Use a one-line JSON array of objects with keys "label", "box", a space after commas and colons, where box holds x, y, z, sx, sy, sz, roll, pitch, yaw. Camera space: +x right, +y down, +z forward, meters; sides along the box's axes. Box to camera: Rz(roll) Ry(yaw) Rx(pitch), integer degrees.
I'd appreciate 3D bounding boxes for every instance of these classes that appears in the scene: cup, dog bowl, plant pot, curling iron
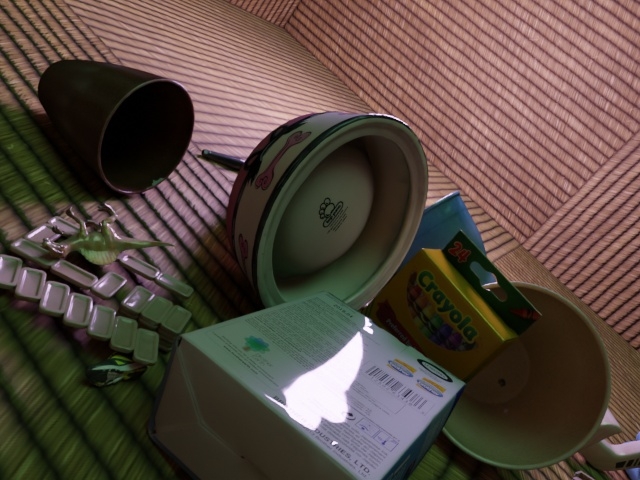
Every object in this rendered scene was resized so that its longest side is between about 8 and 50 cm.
[{"label": "cup", "box": [0.359, 0.257, 1.070, 0.331, 0.331, 0.237, 44, -2, 11]}, {"label": "dog bowl", "box": [0.008, -0.047, 0.972, 0.408, 0.407, 0.150, 10, 18, -49]}, {"label": "plant pot", "box": [-0.387, -0.230, 0.963, 0.230, 0.215, 0.215, 30, 20, 19]}, {"label": "plant pot", "box": [0.315, 0.050, 1.406, 0.255, 0.272, 0.272, 58, 26, 7]}, {"label": "curling iron", "box": [-0.174, -0.178, 1.352, 0.274, 0.035, 0.068, 22, 29, -36]}]

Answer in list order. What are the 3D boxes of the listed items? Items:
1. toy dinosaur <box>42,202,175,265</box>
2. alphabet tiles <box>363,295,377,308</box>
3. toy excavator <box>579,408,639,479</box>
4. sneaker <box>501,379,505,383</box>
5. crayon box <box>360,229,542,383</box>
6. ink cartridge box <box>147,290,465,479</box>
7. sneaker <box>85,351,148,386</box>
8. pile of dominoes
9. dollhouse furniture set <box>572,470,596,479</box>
[{"label": "toy dinosaur", "box": [-0.316, -0.002, 0.779, 0.183, 0.053, 0.092, -3, 54, -43]}, {"label": "alphabet tiles", "box": [0.137, 0.163, 1.197, 0.237, 0.009, 0.198, 32, 23, -2]}, {"label": "toy excavator", "box": [0.820, 0.542, 1.321, 0.222, 0.446, 0.432, -99, 175, -58]}, {"label": "sneaker", "box": [0.486, 0.331, 1.336, 0.145, 0.090, 0.270, 11, 33, -43]}, {"label": "crayon box", "box": [0.180, 0.157, 0.911, 0.081, 0.318, 0.202, 5, 40, -53]}, {"label": "ink cartridge box", "box": [0.018, 0.211, 0.721, 0.270, 0.151, 0.395, 32, 21, 24]}, {"label": "sneaker", "box": [-0.252, 0.154, 0.653, 0.035, 0.031, 0.083, 45, 14, 28]}, {"label": "pile of dominoes", "box": [-0.305, 0.073, 0.730, 0.251, 0.040, 0.196, 29, 22, -5]}, {"label": "dollhouse furniture set", "box": [0.528, 0.551, 1.045, 0.182, 0.101, 0.161, 14, 9, -43]}]
